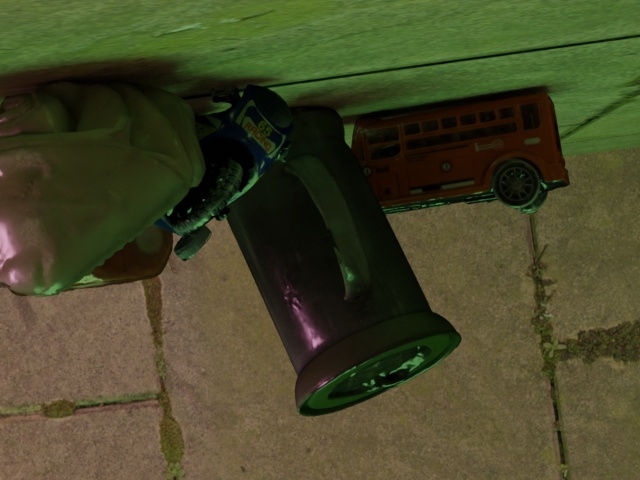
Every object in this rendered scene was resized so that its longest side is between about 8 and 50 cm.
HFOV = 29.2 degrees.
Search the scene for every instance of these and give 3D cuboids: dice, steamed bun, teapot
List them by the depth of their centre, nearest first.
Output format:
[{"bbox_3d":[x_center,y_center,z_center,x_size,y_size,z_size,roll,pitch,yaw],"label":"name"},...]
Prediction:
[{"bbox_3d":[-0.209,-0.063,1.014,0.218,0.144,0.211,-36,-163,-11],"label":"steamed bun"},{"bbox_3d":[0.000,0.000,1.385,0.200,0.337,0.270,-23,161,-9],"label":"teapot"},{"bbox_3d":[-0.300,-0.028,1.535,0.174,0.179,0.175,-6,174,-44],"label":"dice"}]

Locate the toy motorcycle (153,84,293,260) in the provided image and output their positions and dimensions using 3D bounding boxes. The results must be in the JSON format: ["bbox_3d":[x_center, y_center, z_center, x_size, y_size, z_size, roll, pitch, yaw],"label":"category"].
[{"bbox_3d":[-0.115,-0.077,1.208,0.169,0.113,0.315,-49,-161,-10],"label":"toy motorcycle"}]

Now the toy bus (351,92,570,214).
[{"bbox_3d":[0.144,-0.095,1.575,0.329,0.153,0.143,-9,177,15],"label":"toy bus"}]
